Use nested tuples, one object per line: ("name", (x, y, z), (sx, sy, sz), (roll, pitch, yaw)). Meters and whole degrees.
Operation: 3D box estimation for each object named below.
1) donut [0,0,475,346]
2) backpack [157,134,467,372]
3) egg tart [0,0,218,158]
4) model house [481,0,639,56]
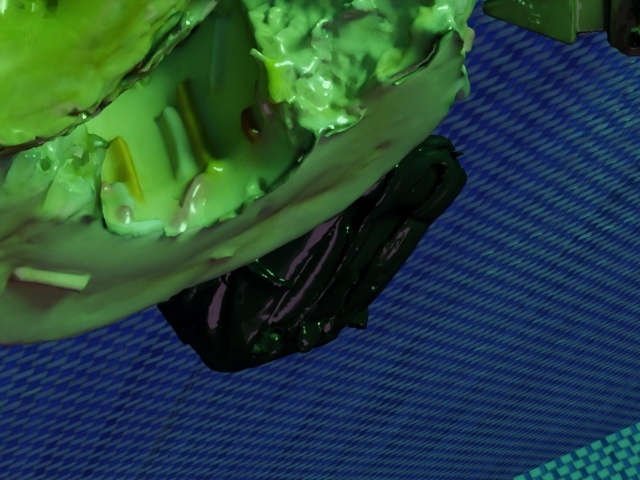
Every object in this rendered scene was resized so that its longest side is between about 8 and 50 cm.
("donut", (-0.101, -0.071, 1.106), (0.371, 0.150, 0.307), (-19, 158, -25))
("backpack", (0.000, 0.000, 1.500), (0.258, 0.133, 0.206), (-47, 158, 27))
("egg tart", (-0.145, -0.151, 0.824), (0.288, 0.118, 0.288), (-26, 142, -22))
("model house", (0.235, -0.188, 1.357), (0.248, 0.181, 0.176), (-4, 118, 3))
